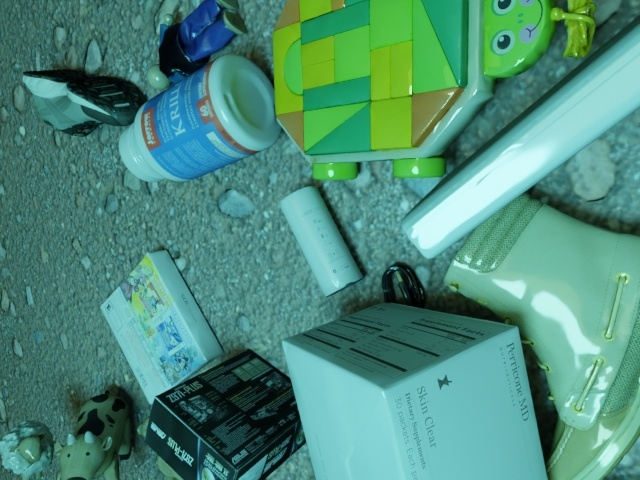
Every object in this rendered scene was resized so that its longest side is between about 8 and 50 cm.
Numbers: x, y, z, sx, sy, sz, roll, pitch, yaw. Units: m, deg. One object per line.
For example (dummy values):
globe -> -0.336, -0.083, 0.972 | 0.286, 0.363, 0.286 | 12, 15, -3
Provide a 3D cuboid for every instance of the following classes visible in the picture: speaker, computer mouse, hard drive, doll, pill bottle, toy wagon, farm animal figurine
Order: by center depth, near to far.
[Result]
hard drive -> 0.208, -0.115, 0.345 | 0.307, 0.203, 0.040 | -42, 87, 30
toy wagon -> 0.081, -0.198, 0.469 | 0.344, 0.068, 0.268 | 6, 102, 44
computer mouse -> 0.135, 0.139, 0.530 | 0.071, 0.041, 0.242 | -37, 78, 32
speaker -> 0.000, 0.000, 0.584 | 0.055, 0.055, 0.136 | -32, 81, 32
pill bottle -> -0.172, -0.151, 0.627 | 0.221, 0.124, 0.124 | -15, 90, 33
doll -> -0.191, -0.275, 0.665 | 0.188, 0.046, 0.129 | -22, 85, 33
farm animal figurine -> -0.362, 0.369, 0.783 | 0.326, 0.330, 0.172 | 29, 118, 56

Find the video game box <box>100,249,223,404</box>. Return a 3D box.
video game box -> -0.280, 0.150, 0.790 | 0.187, 0.048, 0.205 | -39, 77, 33

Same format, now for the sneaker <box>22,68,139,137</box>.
sneaker -> -0.401, -0.226, 0.786 | 0.271, 0.100, 0.108 | 21, 122, 32

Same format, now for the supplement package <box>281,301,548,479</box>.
supplement package -> 0.091, 0.214, 0.453 | 0.204, 0.145, 0.262 | -2, 103, 64

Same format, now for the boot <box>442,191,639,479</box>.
boot -> 0.208, 0.096, 0.444 | 0.203, 0.095, 0.262 | 28, 110, 25

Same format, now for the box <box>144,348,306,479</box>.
box -> -0.113, 0.244, 0.620 | 0.147, 0.180, 0.078 | 28, 112, 25
